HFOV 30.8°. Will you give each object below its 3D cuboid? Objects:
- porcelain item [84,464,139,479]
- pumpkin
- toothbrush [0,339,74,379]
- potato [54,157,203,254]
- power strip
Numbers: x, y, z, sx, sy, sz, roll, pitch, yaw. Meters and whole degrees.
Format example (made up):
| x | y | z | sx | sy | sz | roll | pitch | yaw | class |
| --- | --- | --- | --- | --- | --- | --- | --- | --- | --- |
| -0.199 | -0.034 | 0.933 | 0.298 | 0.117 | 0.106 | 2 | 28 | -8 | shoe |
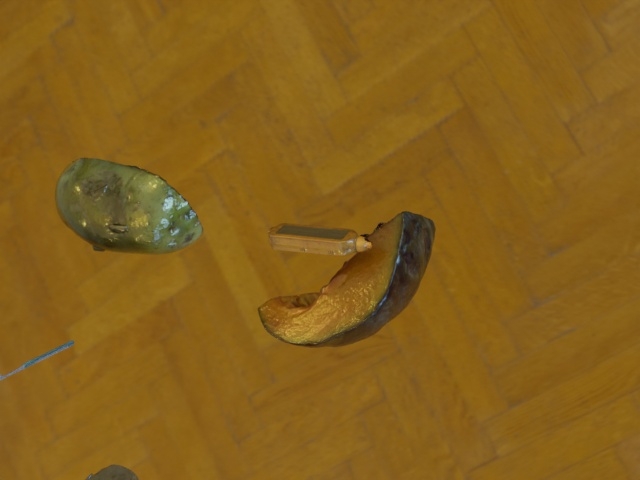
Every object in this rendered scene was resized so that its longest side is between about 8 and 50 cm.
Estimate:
| x | y | z | sx | sy | sz | roll | pitch | yaw | class |
| --- | --- | --- | --- | --- | --- | --- | --- | --- | --- |
| -0.243 | 0.380 | 1.470 | 0.069 | 0.081 | 0.215 | 23 | 140 | 36 | porcelain item |
| 0.074 | 0.104 | 1.851 | 0.312 | 0.169 | 0.148 | -31 | 51 | 23 | pumpkin |
| -0.449 | 0.187 | 1.805 | 0.014 | 0.167 | 0.011 | 51 | 132 | 12 | toothbrush |
| -0.339 | -0.039 | 1.916 | 0.272 | 0.160 | 0.111 | 16 | 57 | 26 | potato |
| 0.000 | 0.000 | 1.802 | 0.178 | 0.049 | 0.028 | 5 | 117 | 27 | power strip |
